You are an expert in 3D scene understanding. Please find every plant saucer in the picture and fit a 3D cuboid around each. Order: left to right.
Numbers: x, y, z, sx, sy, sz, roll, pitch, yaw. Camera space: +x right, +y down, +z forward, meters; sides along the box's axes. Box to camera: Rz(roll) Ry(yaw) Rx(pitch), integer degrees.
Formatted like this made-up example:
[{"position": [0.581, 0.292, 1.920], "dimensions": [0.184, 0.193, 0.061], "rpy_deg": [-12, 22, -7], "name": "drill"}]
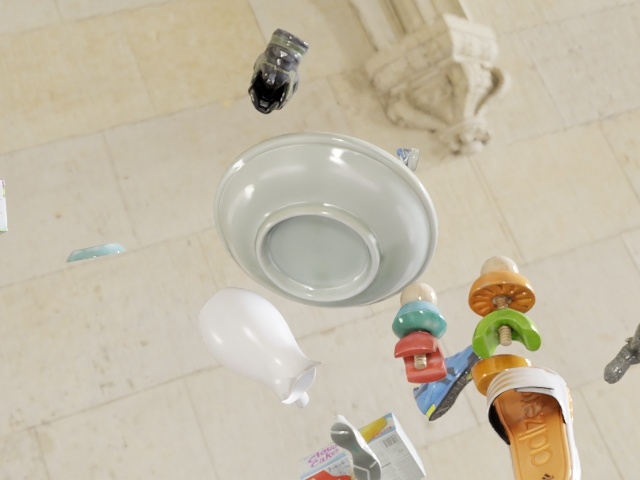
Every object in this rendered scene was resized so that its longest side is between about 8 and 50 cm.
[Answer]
[{"position": [-0.445, 0.022, 1.805], "dimensions": [0.119, 0.021, 0.119], "rpy_deg": [-11, 2, 0], "name": "plant saucer"}, {"position": [0.000, 0.000, 1.585], "dimensions": [0.400, 0.100, 0.400], "rpy_deg": [7, -47, 7], "name": "plant saucer"}]

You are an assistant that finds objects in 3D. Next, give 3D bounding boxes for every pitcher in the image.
[{"position": [-0.097, 0.182, 1.482], "dimensions": [0.125, 0.207, 0.178], "rpy_deg": [-42, -20, -21], "name": "pitcher"}]

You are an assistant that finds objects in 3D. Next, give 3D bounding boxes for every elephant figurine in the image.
[{"position": [0.673, 0.168, 1.764], "dimensions": [0.169, 0.186, 0.239], "rpy_deg": [16, 37, 43], "name": "elephant figurine"}]

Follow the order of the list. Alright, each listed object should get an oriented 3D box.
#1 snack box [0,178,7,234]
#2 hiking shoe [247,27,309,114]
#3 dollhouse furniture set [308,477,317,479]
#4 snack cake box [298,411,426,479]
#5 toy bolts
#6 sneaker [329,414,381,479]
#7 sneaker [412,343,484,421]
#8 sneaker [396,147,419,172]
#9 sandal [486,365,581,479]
[{"position": [-0.629, -0.051, 1.704], "dimensions": [0.037, 0.100, 0.141], "rpy_deg": [3, -13, -40], "name": "snack box"}, {"position": [-0.087, -0.256, 1.501], "dimensions": [0.114, 0.086, 0.227], "rpy_deg": [-61, 0, -18], "name": "hiking shoe"}, {"position": [-0.014, 0.681, 2.022], "dimensions": [0.212, 0.161, 0.242], "rpy_deg": [-46, 15, 56], "name": "dollhouse furniture set"}, {"position": [0.097, 0.544, 2.174], "dimensions": [0.264, 0.152, 0.089], "rpy_deg": [-29, 19, 6], "name": "snack cake box"}, {"position": [0.231, 0.138, 1.452], "dimensions": [0.228, 0.158, 0.218], "rpy_deg": [-8, -41, 13], "name": "toy bolts"}, {"position": [0.068, 0.386, 1.696], "dimensions": [0.054, 0.152, 0.061], "rpy_deg": [-29, 14, 7], "name": "sneaker"}, {"position": [0.229, 0.235, 1.642], "dimensions": [0.069, 0.082, 0.209], "rpy_deg": [-6, -40, -40], "name": "sneaker"}, {"position": [0.168, -0.133, 1.936], "dimensions": [0.058, 0.135, 0.052], "rpy_deg": [14, -7, 4], "name": "sneaker"}, {"position": [0.252, 0.211, 1.102], "dimensions": [0.102, 0.076, 0.265], "rpy_deg": [-30, 19, 14], "name": "sandal"}]
